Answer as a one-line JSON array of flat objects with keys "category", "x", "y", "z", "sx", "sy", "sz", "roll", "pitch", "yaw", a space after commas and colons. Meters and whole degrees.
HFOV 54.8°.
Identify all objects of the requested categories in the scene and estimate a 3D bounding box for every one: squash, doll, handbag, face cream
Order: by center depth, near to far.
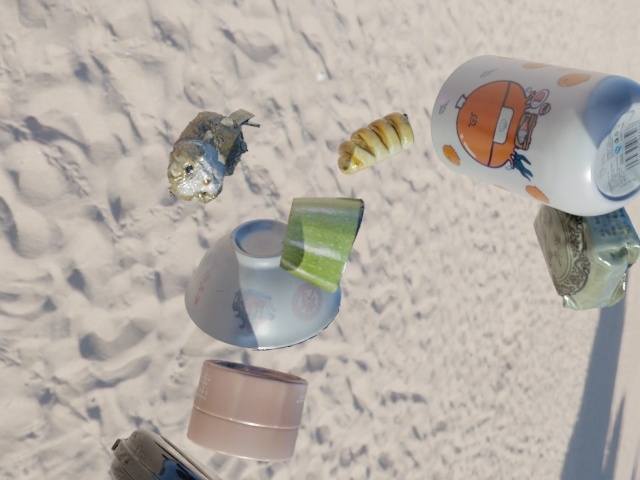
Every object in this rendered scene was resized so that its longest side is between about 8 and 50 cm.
[{"category": "face cream", "x": -0.098, "y": 0.228, "z": 0.842, "sx": 0.149, "sy": 0.149, "sz": 0.104, "roll": 26, "pitch": 74, "yaw": -59}, {"category": "doll", "x": -0.184, "y": -0.159, "z": 1.043, "sx": 0.105, "sy": 0.115, "sz": 0.221, "roll": 51, "pitch": 51, "yaw": -36}, {"category": "squash", "x": 0.000, "y": 0.000, "z": 1.052, "sx": 0.170, "sy": 0.122, "sz": 0.170, "roll": -168, "pitch": -90, "yaw": -87}, {"category": "handbag", "x": -0.229, "y": 0.429, "z": 1.058, "sx": 0.093, "sy": 0.254, "sz": 0.308, "roll": -51, "pitch": 138, "yaw": -18}]

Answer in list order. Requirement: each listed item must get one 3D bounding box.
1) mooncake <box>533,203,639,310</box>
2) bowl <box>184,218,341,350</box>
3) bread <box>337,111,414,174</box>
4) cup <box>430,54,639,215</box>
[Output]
[{"category": "mooncake", "x": 0.506, "y": -0.006, "z": 1.208, "sx": 0.250, "sy": 0.136, "sz": 0.254, "roll": 75, "pitch": 8, "yaw": -55}, {"category": "bowl", "x": -0.121, "y": 0.056, "z": 1.314, "sx": 0.345, "sy": 0.345, "sz": 0.157, "roll": -45, "pitch": 147, "yaw": -46}, {"category": "bread", "x": 0.111, "y": -0.195, "z": 1.236, "sx": 0.177, "sy": 0.119, "sz": 0.084, "roll": -29, "pitch": 95, "yaw": -11}, {"category": "cup", "x": 0.353, "y": -0.169, "z": 0.970, "sx": 0.212, "sy": 0.317, "sz": 0.212, "roll": -11, "pitch": 114, "yaw": -25}]
